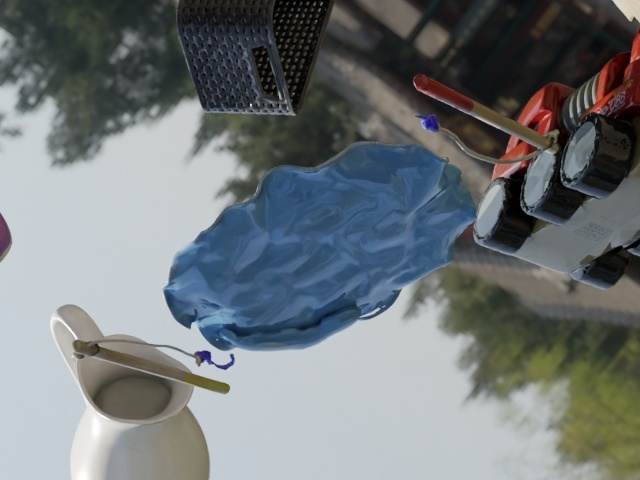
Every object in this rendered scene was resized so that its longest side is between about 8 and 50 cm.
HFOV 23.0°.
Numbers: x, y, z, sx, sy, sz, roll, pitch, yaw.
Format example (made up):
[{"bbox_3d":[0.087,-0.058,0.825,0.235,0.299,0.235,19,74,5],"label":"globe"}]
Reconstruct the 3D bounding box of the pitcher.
[{"bbox_3d":[-0.178,0.165,1.411,0.178,0.125,0.207,43,149,33],"label":"pitcher"}]

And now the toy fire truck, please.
[{"bbox_3d":[0.211,-0.117,1.207,0.159,0.246,0.217,20,157,-14],"label":"toy fire truck"}]

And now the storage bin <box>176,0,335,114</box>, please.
[{"bbox_3d":[-0.051,-0.205,1.335,0.084,0.180,0.122,2,140,15],"label":"storage bin"}]

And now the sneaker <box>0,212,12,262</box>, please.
[{"bbox_3d":[-0.274,-0.065,1.076,0.161,0.102,0.282,44,-142,-37],"label":"sneaker"}]

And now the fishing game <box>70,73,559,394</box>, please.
[{"bbox_3d":[0.000,0.000,0.872,0.189,0.264,0.041,18,-140,-50],"label":"fishing game"}]
